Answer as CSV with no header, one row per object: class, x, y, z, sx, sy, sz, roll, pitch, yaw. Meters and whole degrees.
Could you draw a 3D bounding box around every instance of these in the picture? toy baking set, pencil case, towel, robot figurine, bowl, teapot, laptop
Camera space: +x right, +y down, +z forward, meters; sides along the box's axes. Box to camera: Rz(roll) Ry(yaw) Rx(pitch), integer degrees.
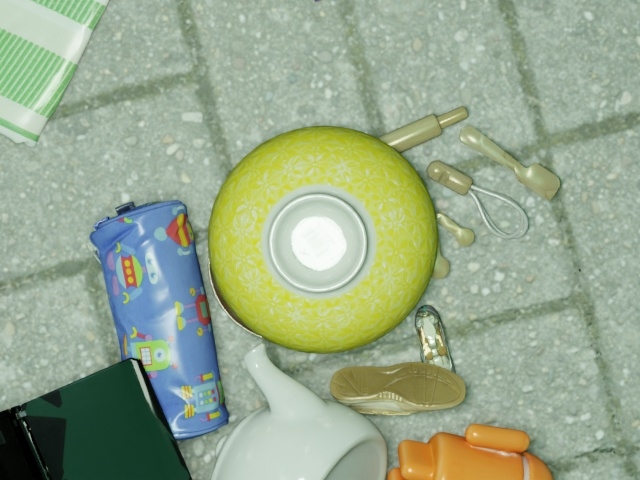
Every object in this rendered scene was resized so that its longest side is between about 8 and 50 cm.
toy baking set,0.161,-0.066,1.903,0.256,0.030,0.196,-28,93,3
pencil case,-0.204,0.099,1.873,0.133,0.119,0.306,-12,91,8
towel,-0.402,-0.310,1.916,0.248,0.038,0.325,25,90,0
robot figurine,0.194,0.312,1.854,0.219,0.128,0.158,14,73,-7
bowl,0.000,0.000,1.810,0.289,0.156,0.289,0,91,2
teapot,-0.050,0.297,1.836,0.187,0.252,0.256,23,74,27
laptop,-0.293,0.293,1.873,0.136,0.264,0.234,-23,90,-36

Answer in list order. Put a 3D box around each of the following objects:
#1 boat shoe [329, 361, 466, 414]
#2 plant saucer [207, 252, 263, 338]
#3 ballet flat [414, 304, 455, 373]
boat shoe,0.099,0.190,1.895,0.170,0.059,0.063,3,63,9
plant saucer,-0.043,0.029,1.907,0.199,0.036,0.198,0,91,2
ballet flat,0.143,0.139,1.900,0.041,0.041,0.114,-15,91,3
